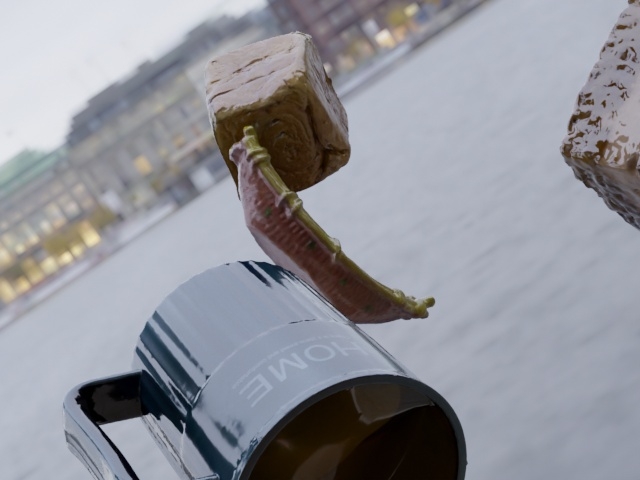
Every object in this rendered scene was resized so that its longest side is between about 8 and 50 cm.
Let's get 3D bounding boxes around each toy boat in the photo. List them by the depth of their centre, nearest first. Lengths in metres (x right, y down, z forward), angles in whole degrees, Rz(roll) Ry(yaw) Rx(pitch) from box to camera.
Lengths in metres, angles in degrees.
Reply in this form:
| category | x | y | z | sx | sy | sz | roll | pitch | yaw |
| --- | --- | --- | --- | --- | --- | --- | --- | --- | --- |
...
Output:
| category | x | y | z | sx | sy | sz | roll | pitch | yaw |
| --- | --- | --- | --- | --- | --- | --- | --- | --- | --- |
| toy boat | -0.003 | 0.006 | 2.070 | 0.099 | 0.318 | 0.141 | -52 | 20 | -15 |

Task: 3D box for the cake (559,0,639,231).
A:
| category | x | y | z | sx | sy | sz | roll | pitch | yaw |
| --- | --- | --- | --- | --- | --- | --- | --- | --- | --- |
| cake | 0.385 | -0.090 | 1.552 | 0.293 | 0.198 | 0.196 | 17 | 73 | 44 |

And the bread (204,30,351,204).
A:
| category | x | y | z | sx | sy | sz | roll | pitch | yaw |
| --- | --- | --- | --- | --- | --- | --- | --- | --- | --- |
| bread | -0.055 | -0.146 | 2.124 | 0.149 | 0.158 | 0.143 | -23 | 39 | 10 |

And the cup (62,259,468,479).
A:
| category | x | y | z | sx | sy | sz | roll | pitch | yaw |
| --- | --- | --- | --- | --- | --- | --- | --- | --- | --- |
| cup | -0.059 | 0.192 | 1.743 | 0.308 | 0.242 | 0.292 | -37 | 36 | -7 |
